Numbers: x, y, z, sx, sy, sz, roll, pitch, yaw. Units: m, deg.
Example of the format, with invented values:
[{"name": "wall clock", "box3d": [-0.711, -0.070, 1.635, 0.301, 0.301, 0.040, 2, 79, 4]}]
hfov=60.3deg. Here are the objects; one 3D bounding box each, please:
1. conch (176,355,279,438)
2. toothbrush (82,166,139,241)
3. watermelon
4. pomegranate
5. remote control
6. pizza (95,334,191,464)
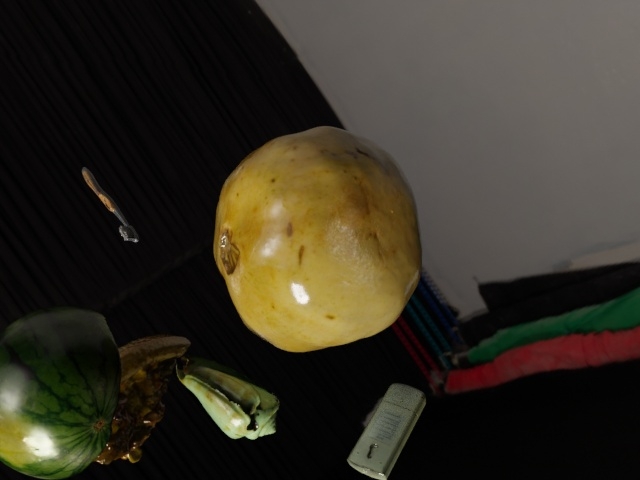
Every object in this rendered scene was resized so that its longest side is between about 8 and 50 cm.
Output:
[{"name": "conch", "box3d": [-0.132, 0.211, 0.753, 0.079, 0.170, 0.106, -56, 170, -19]}, {"name": "toothbrush", "box3d": [-0.487, -0.088, 1.261, 0.031, 0.321, 0.023, 12, 114, -48]}, {"name": "watermelon", "box3d": [-0.348, 0.174, 0.672, 0.127, 0.232, 0.204, 27, 97, -52]}, {"name": "pomegranate", "box3d": [0.000, 0.000, 0.817, 0.332, 0.333, 0.332, -34, -177, 2]}, {"name": "remote control", "box3d": [0.157, 0.431, 1.264, 0.098, 0.038, 0.233, 9, -138, 34]}, {"name": "pizza", "box3d": [-0.369, 0.277, 0.980, 0.268, 0.087, 0.258, 36, 74, -62]}]
